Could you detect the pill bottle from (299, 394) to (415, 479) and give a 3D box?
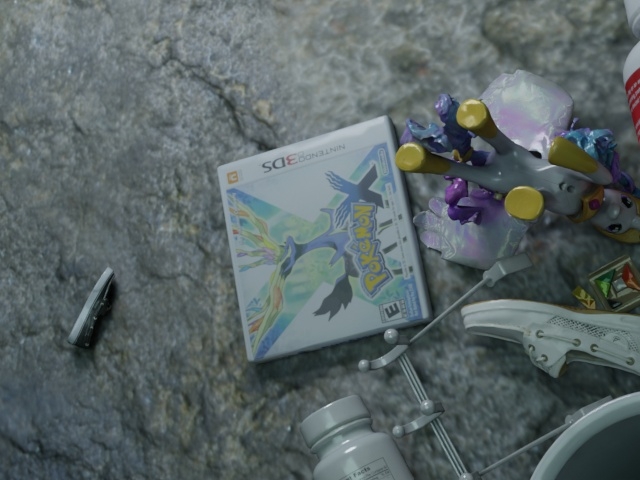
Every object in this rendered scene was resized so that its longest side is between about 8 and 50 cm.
[{"bbox_3d":[0.064,0.344,1.556,0.131,0.131,0.229,-33,70,12],"label":"pill bottle"}]

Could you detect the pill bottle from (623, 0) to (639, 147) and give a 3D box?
[{"bbox_3d":[0.527,-0.157,1.424,0.229,0.229,0.408,-15,75,18],"label":"pill bottle"}]

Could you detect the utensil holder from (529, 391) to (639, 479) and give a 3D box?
[{"bbox_3d":[0.429,0.357,1.219,0.327,0.385,0.328,-9,70,25],"label":"utensil holder"}]

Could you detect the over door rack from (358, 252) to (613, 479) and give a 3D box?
[{"bbox_3d":[0.200,0.197,1.479,0.324,0.108,0.240,-41,69,40],"label":"over door rack"}]

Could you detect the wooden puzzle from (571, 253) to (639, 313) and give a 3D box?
[{"bbox_3d":[0.419,0.065,1.538,0.116,0.014,0.079,-37,69,10],"label":"wooden puzzle"}]

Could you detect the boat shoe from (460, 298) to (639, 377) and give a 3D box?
[{"bbox_3d":[0.325,0.141,1.511,0.277,0.098,0.096,5,77,21],"label":"boat shoe"}]

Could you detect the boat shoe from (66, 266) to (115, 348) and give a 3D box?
[{"bbox_3d":[-0.373,0.114,1.821,0.040,0.049,0.142,27,88,-10],"label":"boat shoe"}]

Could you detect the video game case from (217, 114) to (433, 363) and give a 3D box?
[{"bbox_3d":[0.000,0.000,1.700,0.299,0.036,0.329,-15,75,18],"label":"video game case"}]

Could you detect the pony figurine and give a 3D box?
[{"bbox_3d":[0.267,-0.087,1.484,0.351,0.363,0.303,26,97,39],"label":"pony figurine"}]
